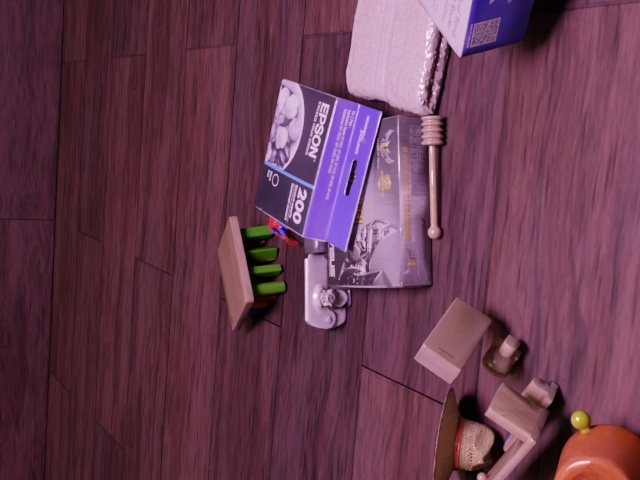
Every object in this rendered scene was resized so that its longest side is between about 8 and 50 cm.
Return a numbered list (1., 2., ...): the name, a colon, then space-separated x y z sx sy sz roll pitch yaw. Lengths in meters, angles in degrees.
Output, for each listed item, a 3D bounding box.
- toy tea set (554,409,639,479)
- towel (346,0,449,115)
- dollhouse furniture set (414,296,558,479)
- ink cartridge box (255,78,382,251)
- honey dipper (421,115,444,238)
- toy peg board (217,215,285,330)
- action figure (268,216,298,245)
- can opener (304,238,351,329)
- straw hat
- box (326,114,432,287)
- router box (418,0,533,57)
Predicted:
1. toy tea set: 0.307 0.333 0.819 0.199 0.124 0.336 14 100 27
2. towel: 0.116 -0.320 1.151 0.187 0.049 0.283 31 116 55
3. dollhouse furniture set: 0.170 0.181 0.973 0.151 0.144 0.123 34 126 11
4. ink cartridge box: -0.011 -0.113 1.234 0.208 0.045 0.207 30 111 50
5. honey dipper: 0.148 -0.082 1.117 0.030 0.030 0.161 0 92 58
6. toy peg board: -0.123 0.058 1.525 0.161 0.079 0.161 120 140 -62
7. action figure: -0.064 -0.022 1.455 0.115 0.030 0.038 34 113 58
8. can opener: 0.000 0.000 1.309 0.093 0.074 0.281 2 91 57
9. straw hat: 0.179 0.246 1.025 0.061 0.144 0.145 7 98 16
10. box: 0.078 -0.049 1.202 0.183 0.056 0.231 -3 88 58
11. router box: 0.138 -0.419 0.883 0.336 0.082 0.301 92 158 -52
